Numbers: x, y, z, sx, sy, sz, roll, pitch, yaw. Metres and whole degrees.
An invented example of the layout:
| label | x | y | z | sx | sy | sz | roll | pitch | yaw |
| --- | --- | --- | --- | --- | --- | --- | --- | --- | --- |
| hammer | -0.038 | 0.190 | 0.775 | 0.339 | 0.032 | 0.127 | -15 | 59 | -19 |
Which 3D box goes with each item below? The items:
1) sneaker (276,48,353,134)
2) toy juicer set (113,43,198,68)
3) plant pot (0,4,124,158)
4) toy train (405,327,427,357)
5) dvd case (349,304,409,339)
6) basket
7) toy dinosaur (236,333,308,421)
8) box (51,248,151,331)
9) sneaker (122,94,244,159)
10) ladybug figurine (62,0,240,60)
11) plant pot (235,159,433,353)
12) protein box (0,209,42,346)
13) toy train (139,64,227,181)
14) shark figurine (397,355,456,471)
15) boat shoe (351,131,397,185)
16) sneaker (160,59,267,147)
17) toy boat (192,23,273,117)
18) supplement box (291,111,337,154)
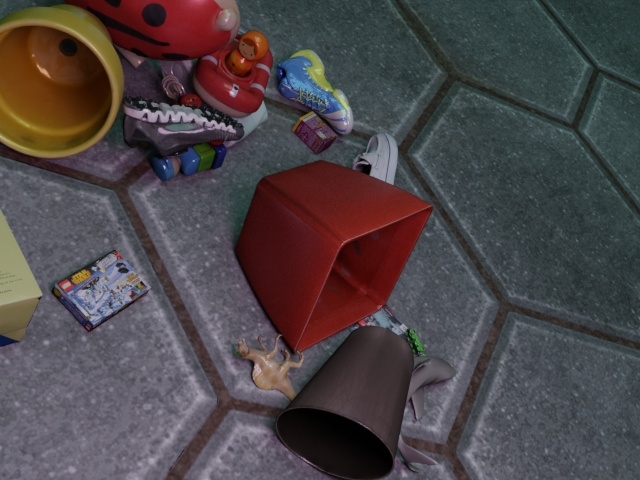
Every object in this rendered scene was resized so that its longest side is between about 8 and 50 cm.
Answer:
| label | x | y | z | sx | sy | sz | roll | pitch | yaw |
| --- | --- | --- | --- | --- | --- | --- | --- | --- | --- |
| sneaker | -0.025 | -0.330 | 2.046 | 0.126 | 0.091 | 0.240 | -20 | 66 | -25 |
| toy juicer set | -0.348 | -0.455 | 1.923 | 0.329 | 0.089 | 0.209 | -24 | 87 | -29 |
| plant pot | -0.472 | -0.310 | 1.585 | 0.254 | 0.254 | 0.239 | 24 | 28 | -17 |
| toy train | 0.191 | 0.210 | 1.738 | 0.024 | 0.017 | 0.083 | -8 | 72 | -49 |
| dvd case | 0.119 | 0.178 | 1.729 | 0.087 | 0.013 | 0.119 | 47 | 43 | 9 |
| basket | 0.065 | 0.262 | 1.489 | 0.205 | 0.154 | 0.227 | 15 | 40 | 18 |
| toy dinosaur | -0.074 | 0.226 | 1.532 | 0.183 | 0.053 | 0.092 | 47 | 58 | -9 |
| box | -0.360 | 0.080 | 1.460 | 0.094 | 0.027 | 0.137 | 46 | 41 | 7 |
| sneaker | -0.259 | -0.198 | 1.637 | 0.234 | 0.106 | 0.078 | 6 | 27 | -26 |
| ladybug figurine | -0.344 | -0.465 | 1.672 | 0.450 | 0.305 | 0.162 | 26 | 67 | 31 |
| plant pot | 0.000 | 0.000 | 1.633 | 0.236 | 0.267 | 0.267 | 41 | 39 | 24 |
| protein box | -0.545 | 0.054 | 1.269 | 0.200 | 0.136 | 0.201 | -14 | 63 | -42 |
| toy train | -0.306 | -0.231 | 1.736 | 0.143 | 0.105 | 0.248 | -28 | 72 | -33 |
| shark figurine | 0.169 | 0.272 | 1.597 | 0.166 | 0.116 | 0.278 | 37 | 40 | -7 |
| boat shoe | 0.113 | -0.158 | 1.965 | 0.084 | 0.095 | 0.258 | 26 | 41 | -21 |
| sneaker | -0.221 | -0.324 | 1.872 | 0.151 | 0.094 | 0.255 | -36 | 88 | -42 |
| toy boat | -0.157 | -0.360 | 1.771 | 0.151 | 0.151 | 0.231 | 27 | 49 | -21 |
| supplement box | -0.013 | -0.242 | 1.988 | 0.083 | 0.043 | 0.055 | 45 | 41 | 9 |
